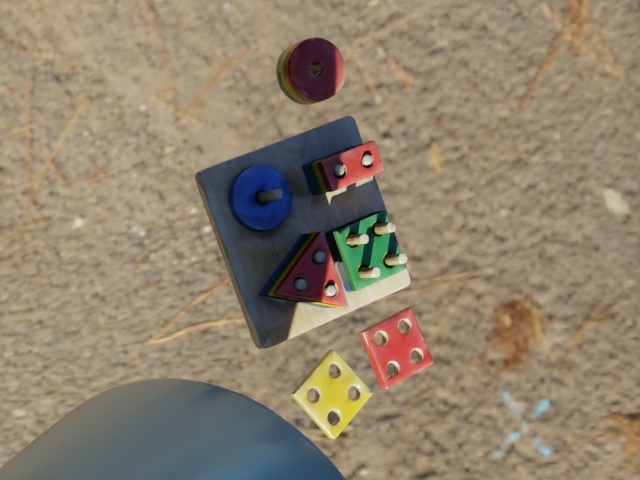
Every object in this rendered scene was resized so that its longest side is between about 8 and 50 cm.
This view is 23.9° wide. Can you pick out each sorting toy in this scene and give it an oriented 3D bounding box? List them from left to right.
[{"bbox_3d":[0.000,0.000,1.067,0.132,0.046,0.275,-22,96,-28],"label":"sorting toy"}]

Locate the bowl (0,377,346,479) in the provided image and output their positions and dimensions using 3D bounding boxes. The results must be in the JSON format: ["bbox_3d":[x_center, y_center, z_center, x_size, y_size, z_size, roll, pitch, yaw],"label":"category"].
[{"bbox_3d":[-0.119,0.240,0.839,0.163,0.311,0.312,-6,82,-59],"label":"bowl"}]
